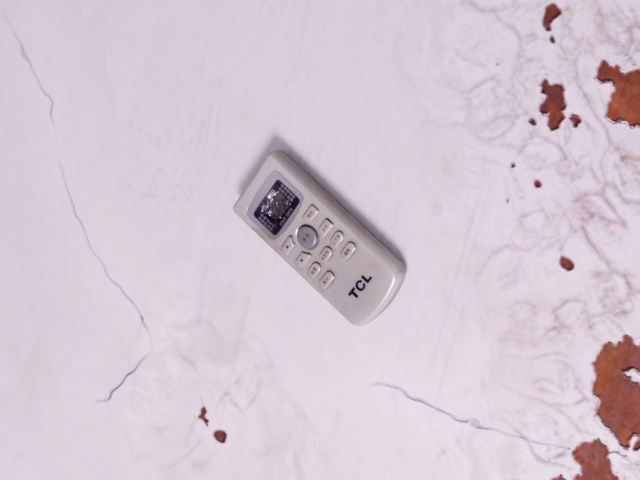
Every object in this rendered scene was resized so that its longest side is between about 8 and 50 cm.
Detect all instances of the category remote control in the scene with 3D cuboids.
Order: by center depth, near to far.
[{"bbox_3d":[0.000,0.000,1.911,0.190,0.029,0.087,44,123,11],"label":"remote control"}]
